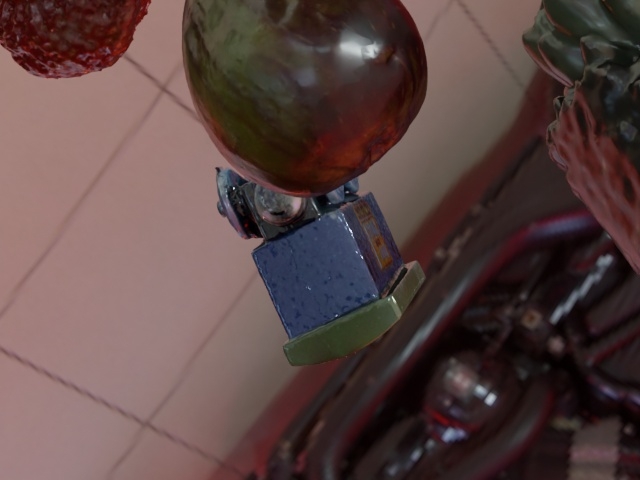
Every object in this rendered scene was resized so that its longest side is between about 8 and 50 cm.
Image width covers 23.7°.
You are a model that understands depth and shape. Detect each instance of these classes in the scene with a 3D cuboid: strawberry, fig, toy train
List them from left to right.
[{"bbox_3d":[-0.179,-0.179,1.080,0.131,0.148,0.131,-2,95,-21],"label":"strawberry"},{"bbox_3d":[-0.023,-0.094,0.703,0.109,0.155,0.103,-22,150,-54],"label":"fig"},{"bbox_3d":[0.000,0.000,1.426,0.131,0.202,0.300,-24,-178,11],"label":"toy train"}]

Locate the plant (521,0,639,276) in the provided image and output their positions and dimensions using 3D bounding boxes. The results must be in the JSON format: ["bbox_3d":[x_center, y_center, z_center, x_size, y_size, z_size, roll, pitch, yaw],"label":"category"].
[{"bbox_3d":[0.185,-0.064,0.750,0.132,0.194,0.129,-16,161,-17],"label":"plant"}]
